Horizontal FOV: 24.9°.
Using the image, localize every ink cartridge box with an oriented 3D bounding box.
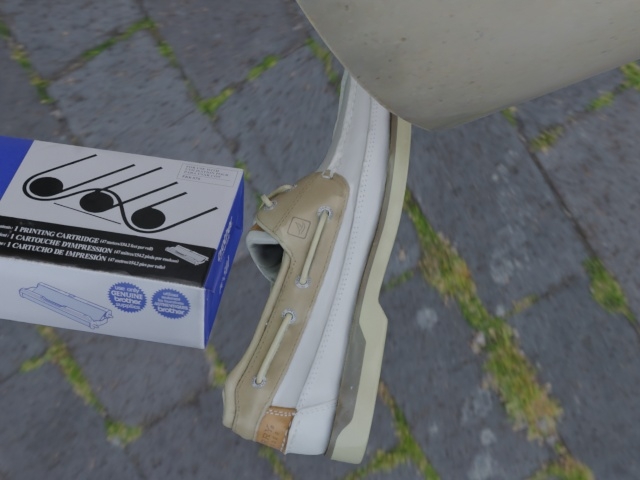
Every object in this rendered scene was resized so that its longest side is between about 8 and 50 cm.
[{"bbox_3d":[-0.149,-0.006,0.739,0.207,0.097,0.046,8,130,5],"label":"ink cartridge box"}]

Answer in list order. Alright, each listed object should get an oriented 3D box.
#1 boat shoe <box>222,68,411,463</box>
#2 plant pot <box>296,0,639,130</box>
[{"bbox_3d":[0.000,0.000,1.016,0.103,0.113,0.302,9,66,-1],"label":"boat shoe"},{"bbox_3d":[0.128,-0.180,0.331,0.274,0.256,0.256,-12,99,23],"label":"plant pot"}]
